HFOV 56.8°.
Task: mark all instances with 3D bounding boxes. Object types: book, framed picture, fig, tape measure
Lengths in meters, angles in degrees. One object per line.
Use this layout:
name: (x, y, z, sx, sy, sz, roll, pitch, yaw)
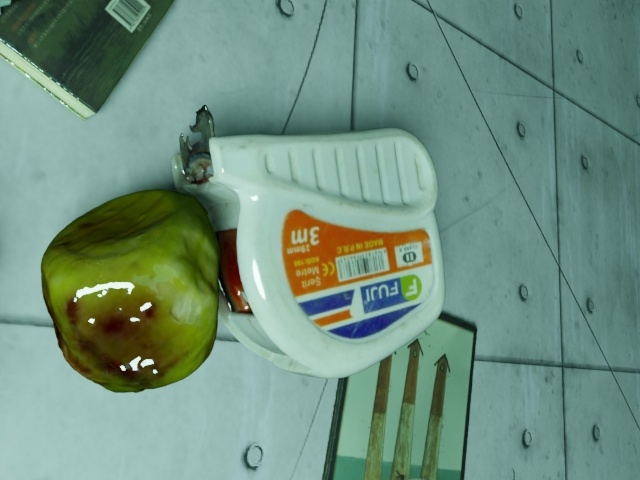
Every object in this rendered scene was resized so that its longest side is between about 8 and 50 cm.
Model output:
book: (-0.248, -0.233, 0.491, 0.228, 0.024, 0.160, 39, 59, -29)
framed picture: (0.104, 0.236, 0.723, 0.244, 0.013, 0.324, 23, 69, -36)
fig: (-0.141, 0.032, 0.464, 0.154, 0.144, 0.166, 46, 42, -50)
tape measure: (0.000, 0.000, 0.600, 0.258, 0.130, 0.265, -10, 94, -37)

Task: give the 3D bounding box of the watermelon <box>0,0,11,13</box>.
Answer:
watermelon: (-0.318, -0.193, 0.312, 0.224, 0.180, 0.305, 42, 37, 23)
